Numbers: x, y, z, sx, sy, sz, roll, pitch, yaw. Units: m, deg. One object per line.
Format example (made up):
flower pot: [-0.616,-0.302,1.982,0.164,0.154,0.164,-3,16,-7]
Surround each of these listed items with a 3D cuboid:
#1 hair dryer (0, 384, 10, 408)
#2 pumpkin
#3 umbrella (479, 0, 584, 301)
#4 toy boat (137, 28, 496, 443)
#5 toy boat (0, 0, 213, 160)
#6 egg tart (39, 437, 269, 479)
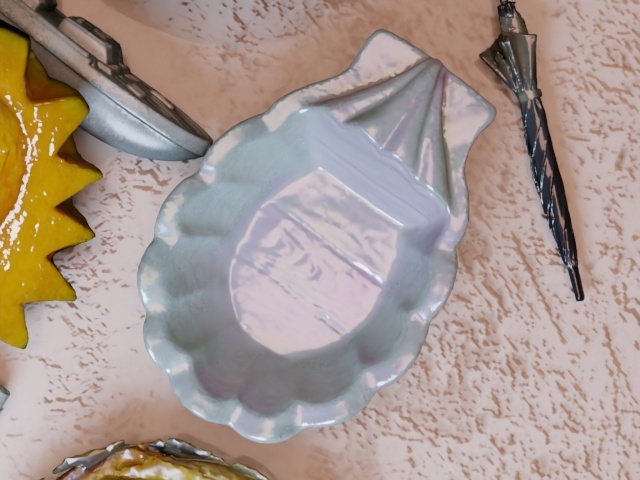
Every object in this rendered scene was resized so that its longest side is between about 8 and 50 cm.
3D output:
hair dryer: [-0.332,0.121,1.338,0.183,0.044,0.155,33,84,4]
pumpkin: [-0.236,-0.045,1.333,0.130,0.149,0.254,7,110,-34]
umbrella: [0.147,-0.086,1.363,0.044,0.044,0.269,-15,85,28]
toy boat: [0.000,0.000,1.323,0.199,0.100,0.290,37,87,1]
toy boat: [-0.179,-0.142,1.339,0.260,0.078,0.085,39,101,4]
egg tart: [-0.110,0.275,1.307,0.278,0.095,0.279,0,81,2]
